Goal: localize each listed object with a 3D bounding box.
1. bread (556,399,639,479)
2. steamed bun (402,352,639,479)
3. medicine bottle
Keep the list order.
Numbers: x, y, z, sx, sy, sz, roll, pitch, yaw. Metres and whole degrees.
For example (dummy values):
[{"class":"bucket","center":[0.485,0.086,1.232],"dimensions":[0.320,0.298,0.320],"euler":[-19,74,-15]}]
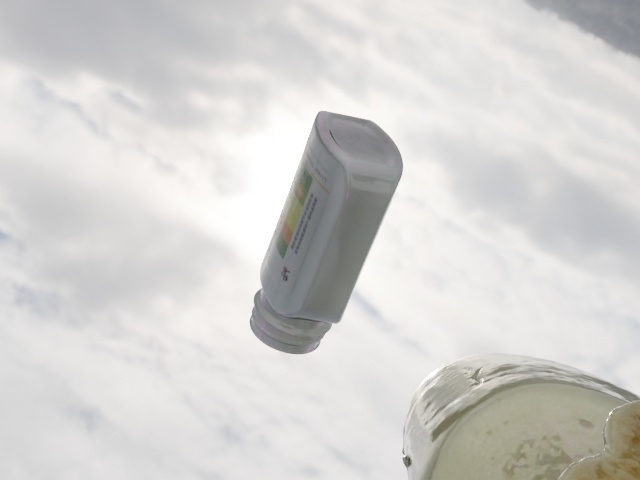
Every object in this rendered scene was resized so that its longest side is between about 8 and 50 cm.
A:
[{"class":"bread","center":[0.282,0.243,0.791],"dimensions":[0.250,0.182,0.039],"euler":[36,173,6]},{"class":"steamed bun","center":[0.307,0.314,1.199],"dimensions":[0.456,0.290,0.371],"euler":[48,-175,-1]},{"class":"medicine bottle","center":[0.000,0.000,1.471],"dimensions":[0.124,0.324,0.179],"euler":[7,-147,-21]}]
